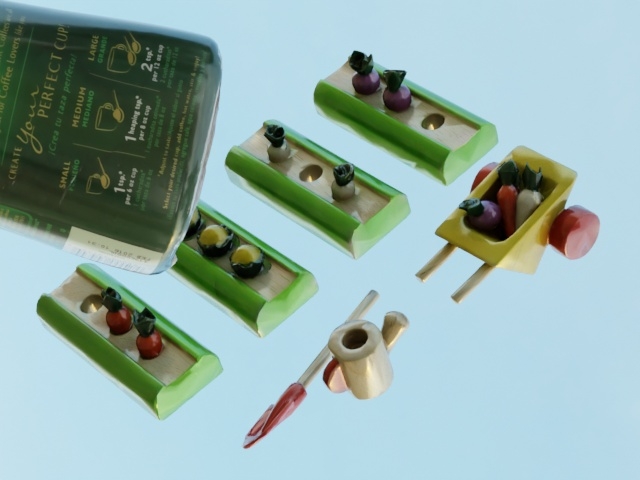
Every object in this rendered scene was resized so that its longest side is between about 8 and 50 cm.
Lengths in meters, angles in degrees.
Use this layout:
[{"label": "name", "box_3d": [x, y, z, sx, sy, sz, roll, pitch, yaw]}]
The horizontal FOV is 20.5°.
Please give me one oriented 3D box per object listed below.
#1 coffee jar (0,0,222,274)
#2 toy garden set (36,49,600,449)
[{"label": "coffee jar", "box_3d": [-0.135, -0.052, 0.671, 0.079, 0.184, 0.096, 159, -55, -75]}, {"label": "toy garden set", "box_3d": [0.000, 0.000, 0.911, 0.204, 0.244, 0.049, 32, -27, 39]}]
